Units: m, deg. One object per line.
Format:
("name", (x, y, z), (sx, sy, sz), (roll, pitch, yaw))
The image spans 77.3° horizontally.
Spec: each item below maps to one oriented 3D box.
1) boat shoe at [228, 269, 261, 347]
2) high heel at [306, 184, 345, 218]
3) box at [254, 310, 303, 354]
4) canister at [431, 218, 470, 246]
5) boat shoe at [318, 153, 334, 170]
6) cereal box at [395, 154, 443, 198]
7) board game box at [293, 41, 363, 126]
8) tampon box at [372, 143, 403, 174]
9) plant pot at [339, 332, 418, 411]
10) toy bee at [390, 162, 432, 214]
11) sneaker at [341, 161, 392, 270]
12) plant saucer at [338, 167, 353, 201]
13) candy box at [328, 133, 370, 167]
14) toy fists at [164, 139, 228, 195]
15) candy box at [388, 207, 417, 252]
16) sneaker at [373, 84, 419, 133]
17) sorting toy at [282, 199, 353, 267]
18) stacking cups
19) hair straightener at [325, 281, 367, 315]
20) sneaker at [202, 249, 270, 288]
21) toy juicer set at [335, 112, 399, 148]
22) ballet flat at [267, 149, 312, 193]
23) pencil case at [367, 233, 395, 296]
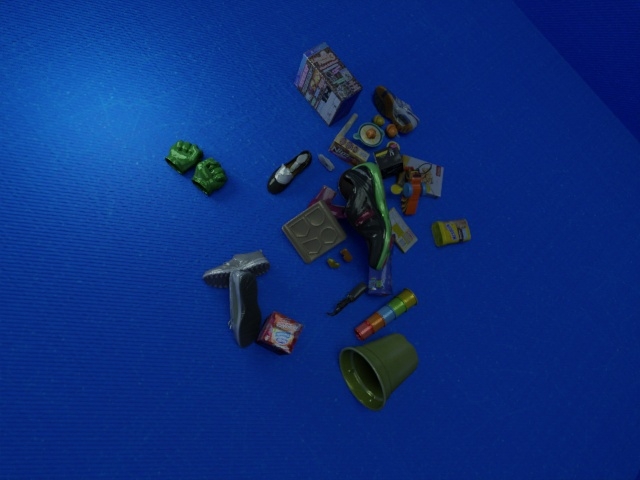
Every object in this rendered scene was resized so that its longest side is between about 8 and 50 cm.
("boat shoe", (-0.318, 0.276, 1.626), (0.118, 0.103, 0.320), (-17, 111, -45))
("high heel", (0.117, -0.088, 1.880), (0.377, 0.127, 0.181), (31, 87, -3))
("box", (-0.170, 0.372, 1.585), (0.128, 0.257, 0.123), (28, 69, -6))
("canister", (0.660, -0.042, 2.017), (0.170, 0.073, 0.126), (-8, 78, -18))
("boat shoe", (0.031, -0.385, 1.965), (0.100, 0.035, 0.035), (46, 42, 5))
("cereal box", (0.514, -0.328, 2.067), (0.240, 0.047, 0.173), (14, 74, -11))
("board game box", (0.033, -0.755, 1.957), (0.141, 0.232, 0.291), (-38, 88, -22))
("tampon box", (0.334, -0.383, 1.956), (0.120, 0.161, 0.101), (-19, 79, 10))
("plant pot", (0.261, 0.520, 1.678), (0.254, 0.276, 0.276), (-22, 82, -31))
("toy bee", (0.457, -0.279, 1.950), (0.195, 0.298, 0.162), (14, 38, -26))
("sneaker", (0.200, -0.098, 1.754), (0.202, 0.185, 0.483), (-10, 76, 9))
("plant saucer", (0.179, -0.260, 1.965), (0.198, 0.036, 0.199), (3, 75, -12))
("candy box", (0.139, -0.432, 1.963), (0.186, 0.109, 0.053), (31, 70, -6))
("toy fists", (-0.539, -0.332, 1.763), (0.279, 0.096, 0.142), (38, 68, -1))
("candy box", (0.379, -0.049, 1.950), (0.105, 0.027, 0.206), (-41, 99, -23))
("sneaker", (0.401, -0.699, 2.123), (0.131, 0.112, 0.296), (-36, 88, -38))
("sorting toy", (0.000, 0.000, 1.817), (0.229, 0.041, 0.307), (-35, 100, -1))
("stacking cups", (0.290, 0.332, 1.808), (0.316, 0.096, 0.096), (-29, 84, -19))
("hair straightener", (0.117, 0.259, 1.784), (0.230, 0.089, 0.047), (-33, 68, -18))
("sneaker", (-0.361, 0.118, 1.707), (0.281, 0.105, 0.115), (-14, 46, -14))
("toy juicer set", (0.258, -0.568, 2.042), (0.329, 0.089, 0.209), (16, 72, -10))
("ballet flat", (-0.144, -0.332, 1.867), (0.095, 0.096, 0.280), (42, 70, -1))
("pencil case", (0.282, 0.111, 1.850), (0.119, 0.133, 0.306), (0, 73, 18))
